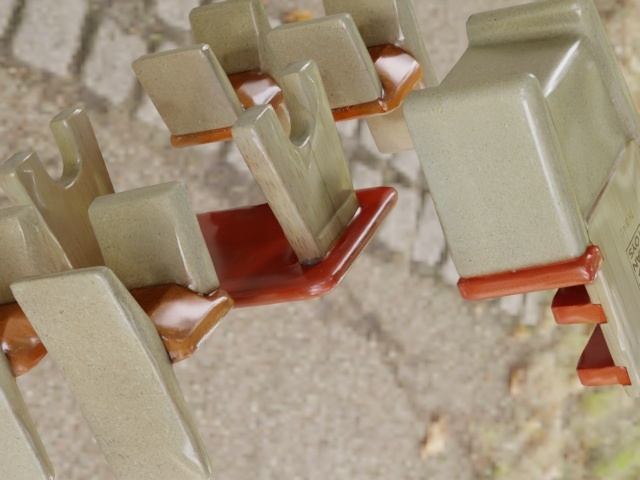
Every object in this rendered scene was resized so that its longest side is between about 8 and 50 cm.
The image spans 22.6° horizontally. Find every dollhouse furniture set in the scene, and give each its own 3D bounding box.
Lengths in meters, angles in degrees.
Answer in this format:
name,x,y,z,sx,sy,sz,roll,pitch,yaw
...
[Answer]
name,x,y,z,sx,sy,sz,roll,pitch,yaw
dollhouse furniture set,0.000,0.000,0.647,0.262,0.259,0.135,-52,127,-49
